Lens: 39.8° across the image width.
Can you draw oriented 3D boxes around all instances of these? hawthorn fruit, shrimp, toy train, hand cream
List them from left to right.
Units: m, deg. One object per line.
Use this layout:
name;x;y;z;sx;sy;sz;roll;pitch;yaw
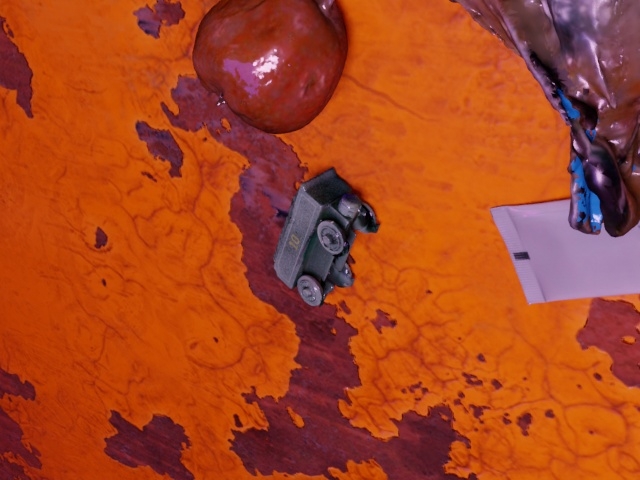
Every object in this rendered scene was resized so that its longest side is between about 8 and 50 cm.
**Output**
hawthorn fruit;-0.029;-0.186;0.865;0.189;0.149;0.149;-21;106;10
toy train;0.000;0.000;1.001;0.099;0.070;0.172;43;138;20
shrimp;0.171;-0.211;0.681;0.221;0.110;0.446;-6;106;45
hand cream;0.290;0.001;0.767;0.320;0.067;0.109;-10;110;49
